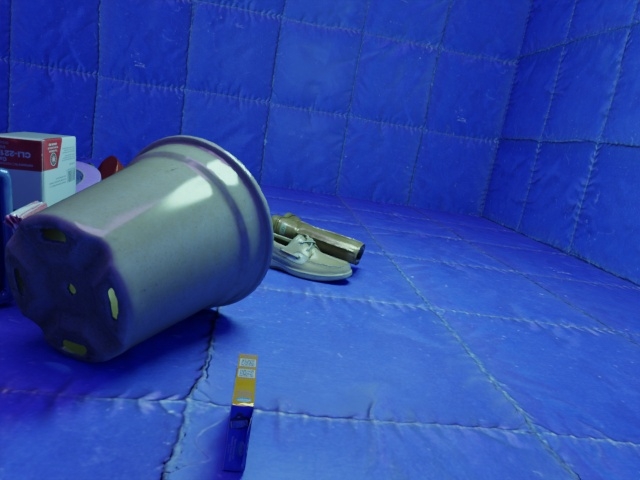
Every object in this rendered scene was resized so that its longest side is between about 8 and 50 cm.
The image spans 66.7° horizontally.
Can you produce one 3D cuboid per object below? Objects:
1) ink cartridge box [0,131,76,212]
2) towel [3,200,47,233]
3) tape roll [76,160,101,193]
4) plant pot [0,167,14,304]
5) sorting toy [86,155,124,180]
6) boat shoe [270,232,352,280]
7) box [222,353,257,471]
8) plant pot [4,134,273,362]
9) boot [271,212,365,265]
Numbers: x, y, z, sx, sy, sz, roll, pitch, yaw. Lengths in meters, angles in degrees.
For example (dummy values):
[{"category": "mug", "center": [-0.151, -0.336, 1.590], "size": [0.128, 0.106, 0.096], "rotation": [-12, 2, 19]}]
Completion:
[{"category": "ink cartridge box", "center": [-0.614, -0.089, 1.048], "size": [0.114, 0.273, 0.197], "rotation": [3, 13, -10]}, {"category": "towel", "center": [-0.470, 0.030, 0.855], "size": [0.029, 0.197, 0.144], "rotation": [-23, 18, -7]}, {"category": "tape roll", "center": [-0.771, -0.139, 1.390], "size": [0.274, 0.090, 0.275], "rotation": [6, 32, -3]}, {"category": "plant pot", "center": [-0.658, -0.012, 0.776], "size": [0.212, 0.236, 0.236], "rotation": [11, 12, 34]}, {"category": "sorting toy", "center": [-0.759, -0.190, 1.682], "size": [0.365, 0.127, 0.126], "rotation": [-6, -23, 36]}, {"category": "boat shoe", "center": [-0.058, 0.034, 1.299], "size": [0.302, 0.098, 0.109], "rotation": [13, 13, 18]}, {"category": "box", "center": [-0.093, 0.199, 0.567], "size": [0.028, 0.081, 0.136], "rotation": [8, 12, -5]}, {"category": "plant pot", "center": [-0.292, 0.020, 0.781], "size": [0.333, 0.334, 0.305], "rotation": [13, 24, 18]}, {"category": "boot", "center": [0.000, 0.000, 1.440], "size": [0.269, 0.089, 0.236], "rotation": [18, 9, 12]}]
